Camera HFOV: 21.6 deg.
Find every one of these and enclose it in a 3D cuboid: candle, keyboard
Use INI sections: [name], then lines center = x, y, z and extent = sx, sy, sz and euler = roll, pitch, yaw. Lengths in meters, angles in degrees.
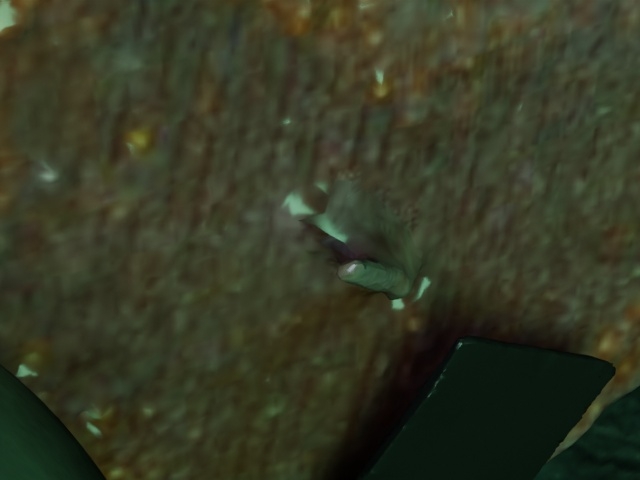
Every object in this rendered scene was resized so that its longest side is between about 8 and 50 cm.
[candle]
center = 0.000, 0.000, 0.528
extent = 0.317, 0.131, 0.287
euler = 2, 119, -27
[keyboard]
center = 0.017, 0.106, 0.545
extent = 0.074, 0.015, 0.196
euler = 7, 125, -44

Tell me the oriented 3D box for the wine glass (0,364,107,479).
[wine glass]
center = -0.158, 0.117, 0.401
extent = 0.238, 0.323, 0.238
euler = 2, 85, -19
